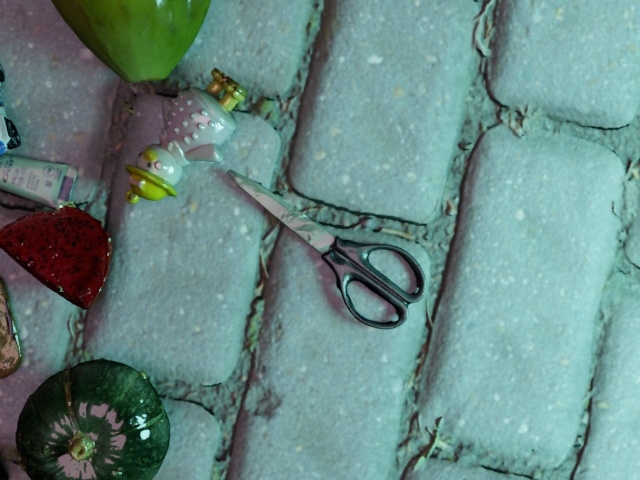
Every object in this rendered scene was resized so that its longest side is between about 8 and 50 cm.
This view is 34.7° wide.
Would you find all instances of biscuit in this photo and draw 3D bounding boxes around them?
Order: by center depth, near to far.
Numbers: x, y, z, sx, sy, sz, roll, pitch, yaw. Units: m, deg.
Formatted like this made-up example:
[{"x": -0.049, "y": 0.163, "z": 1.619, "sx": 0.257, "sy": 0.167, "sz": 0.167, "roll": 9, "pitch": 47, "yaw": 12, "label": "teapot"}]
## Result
[{"x": -0.432, "y": 0.109, "z": 1.334, "sx": 0.071, "sy": 0.018, "sz": 0.147, "roll": -15, "pitch": 91, "yaw": 4, "label": "biscuit"}]

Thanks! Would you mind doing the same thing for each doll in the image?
[{"x": -0.176, "y": -0.126, "z": 1.296, "sx": 0.207, "sy": 0.081, "sz": 0.129, "roll": -48, "pitch": 59, "yaw": 4, "label": "doll"}]

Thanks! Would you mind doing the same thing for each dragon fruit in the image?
[{"x": -0.317, "y": 0.018, "z": 1.305, "sx": 0.162, "sy": 0.083, "sz": 0.106, "roll": 31, "pitch": 72, "yaw": 18, "label": "dragon fruit"}]

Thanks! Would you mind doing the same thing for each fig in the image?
[{"x": -0.221, "y": -0.316, "z": 1.240, "sx": 0.207, "sy": 0.207, "sz": 0.230, "roll": -37, "pitch": 113, "yaw": 1, "label": "fig"}]

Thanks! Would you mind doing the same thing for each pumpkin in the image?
[{"x": -0.281, "y": 0.241, "z": 1.267, "sx": 0.190, "sy": 0.146, "sz": 0.190, "roll": 5, "pitch": 108, "yaw": 15, "label": "pumpkin"}]

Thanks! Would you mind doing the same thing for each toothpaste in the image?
[{"x": -0.425, "y": -0.093, "z": 1.323, "sx": 0.216, "sy": 0.037, "sz": 0.062, "roll": 15, "pitch": 87, "yaw": -1, "label": "toothpaste"}]

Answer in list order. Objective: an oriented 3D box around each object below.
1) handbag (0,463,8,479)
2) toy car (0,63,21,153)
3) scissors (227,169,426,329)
[{"x": -0.554, "y": 0.316, "z": 1.307, "sx": 0.223, "sy": 0.080, "sz": 0.247, "roll": 44, "pitch": 91, "yaw": 1, "label": "handbag"}, {"x": -0.440, "y": -0.179, "z": 1.291, "sx": 0.080, "sy": 0.070, "sz": 0.171, "roll": -20, "pitch": 68, "yaw": 2, "label": "toy car"}, {"x": 0.000, "y": 0.000, "z": 1.322, "sx": 0.300, "sy": 0.022, "sz": 0.109, "roll": 36, "pitch": 87, "yaw": 2, "label": "scissors"}]
